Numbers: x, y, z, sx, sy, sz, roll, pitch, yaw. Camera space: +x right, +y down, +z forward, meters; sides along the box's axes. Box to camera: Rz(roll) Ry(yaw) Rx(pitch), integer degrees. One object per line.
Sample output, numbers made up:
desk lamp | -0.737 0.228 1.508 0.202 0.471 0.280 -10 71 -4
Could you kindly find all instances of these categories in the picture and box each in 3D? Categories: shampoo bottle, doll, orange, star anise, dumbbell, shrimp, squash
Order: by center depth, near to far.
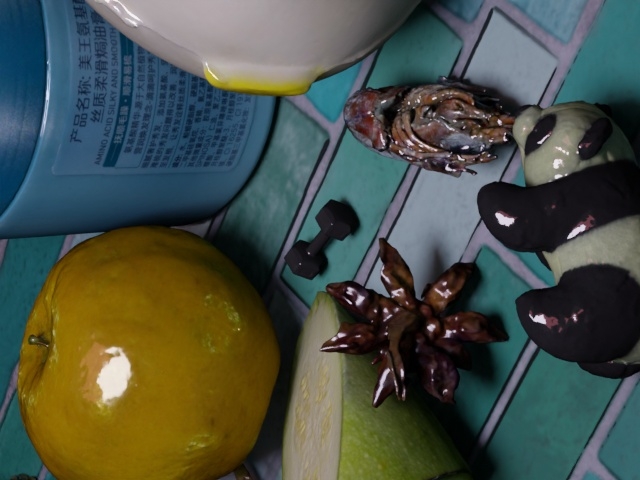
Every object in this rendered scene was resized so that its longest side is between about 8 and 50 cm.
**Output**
doll | 0.216 -0.001 1.522 0.135 0.143 0.234 -29 69 18
shrimp | 0.114 -0.102 1.660 0.233 0.079 0.090 3 57 44
star anise | 0.079 0.074 1.664 0.168 0.168 0.057 62 156 24
squash | 0.000 0.179 1.716 0.260 0.189 0.189 48 125 28
dumbbell | 0.000 0.000 1.812 0.083 0.036 0.040 -52 57 36
orange | -0.165 0.122 1.843 0.279 0.235 0.279 -168 90 -70
shampoo bottle | -0.265 -0.168 1.858 0.331 0.343 0.331 5 97 47

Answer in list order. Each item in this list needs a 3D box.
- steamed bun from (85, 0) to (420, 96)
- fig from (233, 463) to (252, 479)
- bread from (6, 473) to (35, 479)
steamed bun | -0.075 -0.302 1.640 0.374 0.334 0.334 38 125 1
fig | -0.055 0.289 1.837 0.159 0.159 0.257 -59 36 31
bread | -0.346 0.437 2.140 0.382 0.129 0.366 -36 67 41
